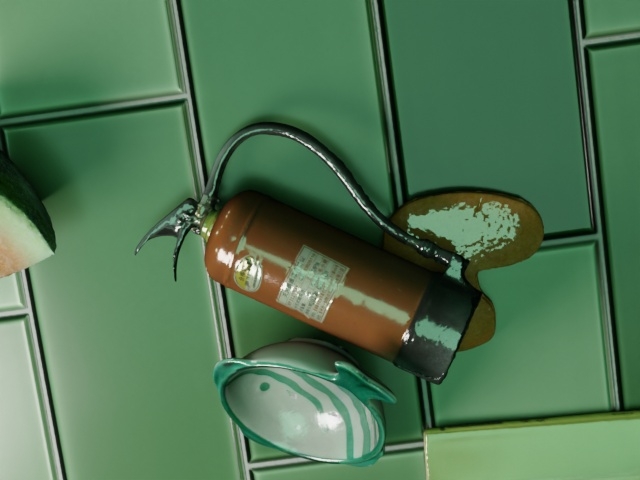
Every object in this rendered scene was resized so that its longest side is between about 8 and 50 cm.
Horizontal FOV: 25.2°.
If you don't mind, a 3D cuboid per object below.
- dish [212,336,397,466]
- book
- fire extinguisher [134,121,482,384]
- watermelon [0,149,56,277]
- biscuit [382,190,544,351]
[{"bbox_3d":[-0.003,0.164,1.608,0.224,0.078,0.246,36,143,-18],"label":"dish"},{"bbox_3d":[0.305,0.321,1.692,0.352,0.035,0.239,-4,100,2],"label":"book"},{"bbox_3d":[-0.001,0.005,1.592,0.376,0.113,0.200,23,72,6],"label":"fire extinguisher"},{"bbox_3d":[-0.439,-0.008,1.583,0.256,0.193,0.140,-34,130,3],"label":"watermelon"},{"bbox_3d":[0.162,0.039,1.637,0.186,0.036,0.192,0,102,-1],"label":"biscuit"}]
